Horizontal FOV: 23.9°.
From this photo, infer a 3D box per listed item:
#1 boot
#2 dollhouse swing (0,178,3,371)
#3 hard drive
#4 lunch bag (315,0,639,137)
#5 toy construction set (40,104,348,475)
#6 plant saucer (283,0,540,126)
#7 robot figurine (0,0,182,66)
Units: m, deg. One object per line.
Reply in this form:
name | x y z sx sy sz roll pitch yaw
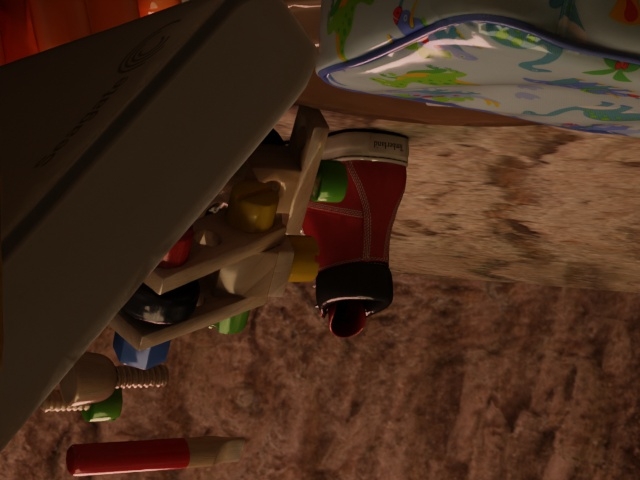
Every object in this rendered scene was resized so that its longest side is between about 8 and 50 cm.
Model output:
boot | 0.000 0.000 1.390 0.088 0.176 0.244 6 176 -23
dollhouse swing | -0.307 -0.096 0.343 0.305 0.315 0.347 -10 168 28
hard drive | -0.184 0.015 0.592 0.353 0.233 0.047 -7 128 49
lunch bag | 0.116 -0.103 0.704 0.219 0.090 0.176 8 173 -25
toy construction set | -0.074 0.018 1.140 0.237 0.308 0.257 2 -173 -30
plant saucer | 0.068 -0.111 0.926 0.278 0.041 0.278 4 174 0
robot figurine | -0.159 -0.100 0.799 0.128 0.158 0.219 40 169 -5
